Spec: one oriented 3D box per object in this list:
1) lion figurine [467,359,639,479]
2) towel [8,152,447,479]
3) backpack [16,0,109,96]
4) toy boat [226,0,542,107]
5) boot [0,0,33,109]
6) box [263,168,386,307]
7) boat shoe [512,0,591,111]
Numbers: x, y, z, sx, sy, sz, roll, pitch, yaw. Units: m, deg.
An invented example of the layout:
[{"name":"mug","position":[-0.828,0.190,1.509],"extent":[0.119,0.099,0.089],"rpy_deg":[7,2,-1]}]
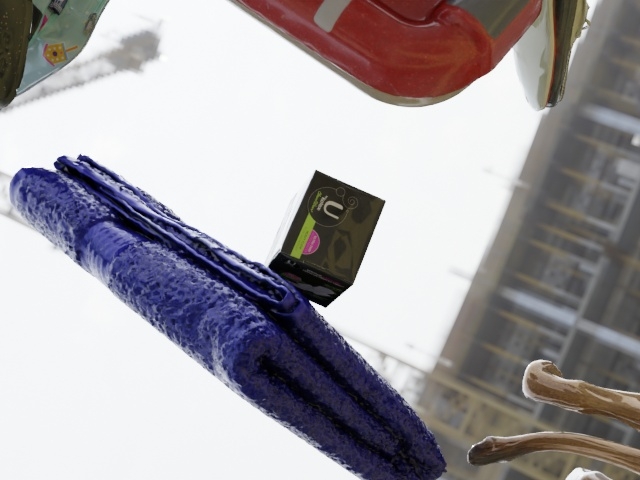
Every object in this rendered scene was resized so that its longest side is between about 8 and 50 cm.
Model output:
[{"name":"lion figurine","position":[0.319,0.174,1.142],"extent":[0.392,0.240,0.142],"rpy_deg":[0,-78,-35]},{"name":"towel","position":[-0.062,0.049,1.115],"extent":[0.076,0.308,0.227],"rpy_deg":[-54,-46,-3]},{"name":"backpack","position":[-0.242,-0.204,1.260],"extent":[0.144,0.166,0.188],"rpy_deg":[34,-127,-27]},{"name":"toy boat","position":[0.020,-0.191,0.893],"extent":[0.151,0.231,0.151],"rpy_deg":[-50,-13,-25]},{"name":"boot","position":[-0.217,-0.171,0.806],"extent":[0.161,0.083,0.246],"rpy_deg":[-6,-66,-44]},{"name":"box","position":[0.000,0.000,1.038],"extent":[0.083,0.052,0.062],"rpy_deg":[136,157,-73]},{"name":"boat shoe","position":[0.144,-0.143,0.975],"extent":[0.043,0.049,0.137],"rpy_deg":[-13,-60,-21]}]
